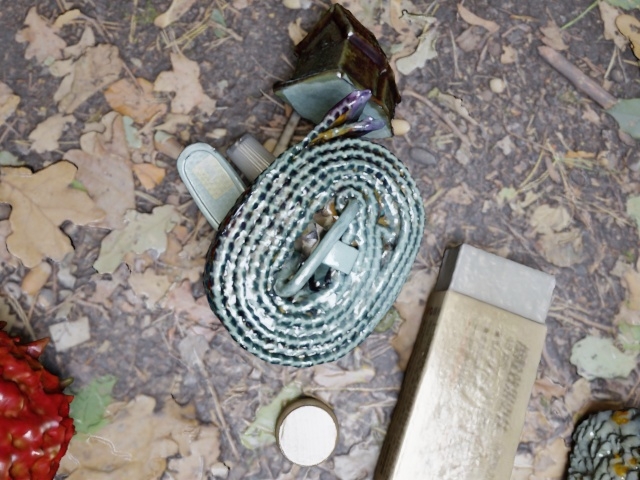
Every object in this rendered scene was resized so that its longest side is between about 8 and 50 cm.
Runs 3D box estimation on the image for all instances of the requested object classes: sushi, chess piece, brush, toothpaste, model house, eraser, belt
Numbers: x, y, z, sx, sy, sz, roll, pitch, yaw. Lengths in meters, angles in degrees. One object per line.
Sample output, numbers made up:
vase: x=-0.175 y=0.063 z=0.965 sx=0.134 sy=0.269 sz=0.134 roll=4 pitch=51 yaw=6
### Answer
sushi: x=0.383 y=0.323 z=0.592 sx=0.126 sy=0.136 sz=0.225 roll=32 pitch=76 yaw=-7
chess piece: x=-0.017 y=0.248 z=0.624 sx=0.083 sy=0.038 sz=0.084 roll=1 pitch=79 yaw=-4
brush: x=-0.088 y=0.001 z=0.652 sx=0.068 sy=0.060 sz=0.297 roll=-30 pitch=97 yaw=9
toothpaste: x=-0.016 y=-0.032 z=0.658 sx=0.282 sy=0.068 sz=0.099 roll=45 pitch=109 yaw=-3
model house: x=0.043 y=-0.237 z=0.679 sx=0.165 sy=0.106 sz=0.152 roll=30 pitch=65 yaw=-35
eraser: x=0.187 y=0.186 z=0.627 sx=0.144 sy=0.078 sz=0.344 roll=20 pitch=80 yaw=-1
belt: x=0.000 y=0.000 z=0.554 sx=0.207 sy=0.160 sz=0.295 roll=44 pitch=79 yaw=-13

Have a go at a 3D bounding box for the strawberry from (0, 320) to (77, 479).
strawberry: x=-0.405 y=0.228 z=0.449 sx=0.291 sy=0.343 sz=0.292 roll=-1 pitch=100 yaw=-8
